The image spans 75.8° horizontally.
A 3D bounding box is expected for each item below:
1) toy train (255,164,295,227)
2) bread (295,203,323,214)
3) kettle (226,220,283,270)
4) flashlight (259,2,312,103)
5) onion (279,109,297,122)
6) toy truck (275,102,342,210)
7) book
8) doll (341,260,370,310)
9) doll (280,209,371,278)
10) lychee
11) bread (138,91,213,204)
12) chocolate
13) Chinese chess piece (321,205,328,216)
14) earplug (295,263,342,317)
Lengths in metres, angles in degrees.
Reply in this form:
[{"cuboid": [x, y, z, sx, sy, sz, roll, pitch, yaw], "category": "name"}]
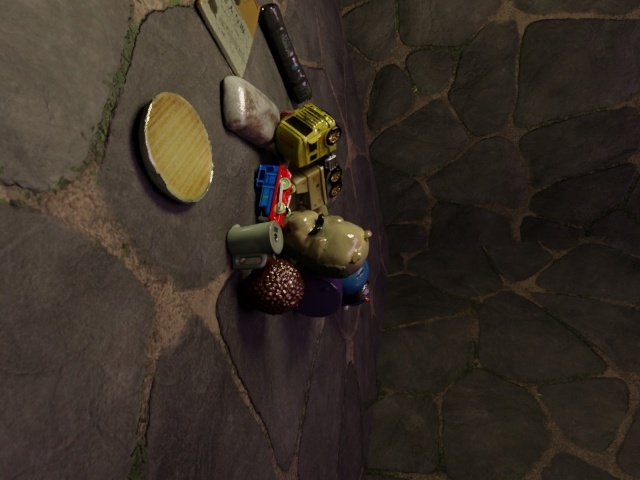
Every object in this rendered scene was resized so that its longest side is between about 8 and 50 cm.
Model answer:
[{"cuboid": [-0.162, -0.155, 1.424, 0.083, 0.131, 0.204, 41, 57, -73], "category": "toy train"}, {"cuboid": [-0.049, -0.098, 1.765, 0.082, 0.125, 0.106, 94, 2, -54], "category": "bread"}, {"cuboid": [-0.193, 0.012, 1.221, 0.098, 0.148, 0.127, -56, 136, -67], "category": "kettle"}, {"cuboid": [-0.139, -0.768, 1.711, 0.424, 0.103, 0.103, 63, 27, -49], "category": "flashlight"}, {"cuboid": [-0.104, -0.424, 1.651, 0.159, 0.159, 0.195, -38, 141, -69], "category": "onion"}, {"cuboid": [-0.049, -0.291, 1.558, 0.254, 0.180, 0.405, -37, 149, -23], "category": "toy truck"}, {"cuboid": [-0.289, -0.767, 1.348, 0.269, 0.032, 0.389, 57, 33, -57], "category": "book"}, {"cuboid": [0.132, 0.183, 2.038, 0.284, 0.240, 0.310, -51, 134, -25], "category": "doll"}, {"cuboid": [0.000, 0.000, 1.497, 0.247, 0.349, 0.247, 17, 90, -72], "category": "doll"}, {"cuboid": [-0.151, 0.149, 1.283, 0.188, 0.188, 0.188, -6, 90, -72], "category": "lychee"}, {"cuboid": [-0.344, -0.218, 0.994, 0.267, 0.040, 0.267, -5, 90, -72], "category": "bread"}, {"cuboid": [-0.218, -0.426, 1.375, 0.303, 0.100, 0.185, 7, 82, -69], "category": "chocolate"}, {"cuboid": [-0.007, -0.113, 1.990, 0.144, 0.058, 0.144, -6, 90, -70], "category": "Chinese chess piece"}, {"cuboid": [0.002, 0.091, 1.742, 0.456, 0.215, 0.215, -79, 156, -52], "category": "earplug"}]
